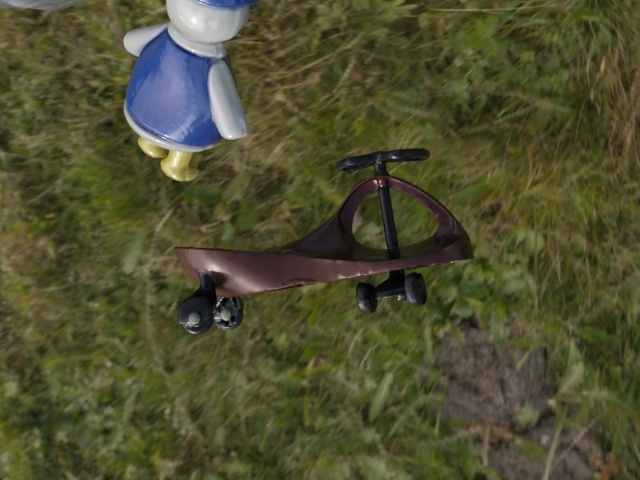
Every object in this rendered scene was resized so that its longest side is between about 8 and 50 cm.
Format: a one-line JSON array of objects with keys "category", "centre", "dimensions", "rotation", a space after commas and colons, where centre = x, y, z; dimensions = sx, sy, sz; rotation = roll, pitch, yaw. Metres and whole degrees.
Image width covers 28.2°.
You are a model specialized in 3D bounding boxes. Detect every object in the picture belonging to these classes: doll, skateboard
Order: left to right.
[{"category": "doll", "centre": [-0.067, -0.098, 0.669], "dimensions": [0.099, 0.058, 0.143], "rotation": [41, 130, 27]}, {"category": "skateboard", "centre": [0.000, 0.000, 0.645], "dimensions": [0.151, 0.067, 0.080], "rotation": [-8, 86, 10]}]

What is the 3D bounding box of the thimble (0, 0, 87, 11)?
[{"category": "thimble", "centre": [-0.080, -0.167, 0.310], "dimensions": [0.172, 0.236, 0.205], "rotation": [-3, 71, 14]}]
